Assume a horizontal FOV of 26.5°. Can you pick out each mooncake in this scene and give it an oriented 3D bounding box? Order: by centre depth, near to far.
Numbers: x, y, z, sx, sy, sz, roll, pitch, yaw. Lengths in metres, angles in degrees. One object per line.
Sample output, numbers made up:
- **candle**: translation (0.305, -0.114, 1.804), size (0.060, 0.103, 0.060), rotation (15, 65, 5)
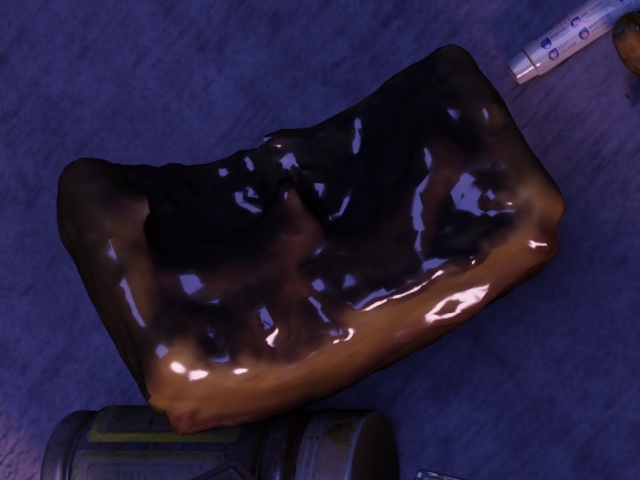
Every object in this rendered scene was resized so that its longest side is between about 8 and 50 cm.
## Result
- **mooncake**: translation (0.000, 0.000, 1.189), size (0.394, 0.393, 0.246), rotation (-34, 72, 29)

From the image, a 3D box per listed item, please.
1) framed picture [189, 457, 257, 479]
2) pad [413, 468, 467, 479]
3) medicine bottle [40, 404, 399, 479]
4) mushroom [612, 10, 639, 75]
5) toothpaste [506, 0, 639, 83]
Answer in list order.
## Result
- **framed picture**: translation (-0.066, 0.328, 1.260), size (0.192, 0.018, 0.265), rotation (-28, 110, 31)
- **pad**: translation (0.139, 0.365, 1.291), size (0.160, 0.009, 0.265), rotation (11, 86, 20)
- **medicine bottle**: translation (-0.098, 0.236, 1.318), size (0.323, 0.151, 0.151), rotation (-1, 82, 20)
- **mushroom**: translation (0.397, -0.271, 1.254), size (0.100, 0.081, 0.312), rotation (41, 94, 0)
- **toothpaste**: translation (0.277, -0.223, 1.315), size (0.218, 0.033, 0.052), rotation (-35, 83, 8)
